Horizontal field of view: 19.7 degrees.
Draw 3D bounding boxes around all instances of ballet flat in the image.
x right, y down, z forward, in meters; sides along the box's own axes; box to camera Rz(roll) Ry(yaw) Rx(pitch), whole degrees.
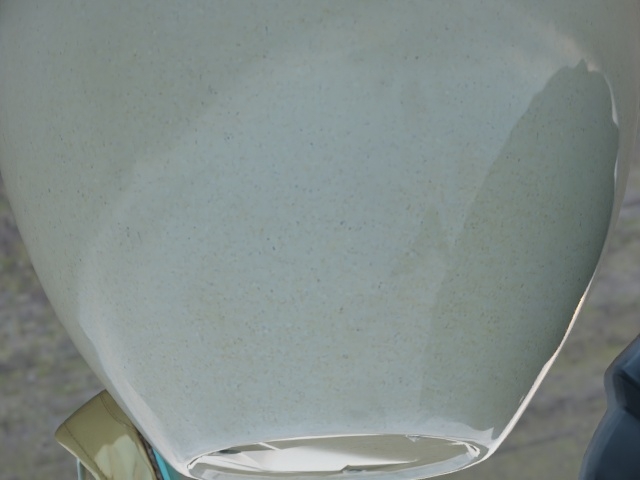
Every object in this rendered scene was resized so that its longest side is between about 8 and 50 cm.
[{"bbox_3d":[-0.103,0.208,1.197,0.073,0.232,0.080,-25,174,1],"label":"ballet flat"}]

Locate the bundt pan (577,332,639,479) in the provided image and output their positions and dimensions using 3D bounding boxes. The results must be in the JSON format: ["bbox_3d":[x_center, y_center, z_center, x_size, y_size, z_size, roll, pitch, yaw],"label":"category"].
[{"bbox_3d":[0.263,0.073,0.691,0.331,0.331,0.124,-26,121,39],"label":"bundt pan"}]

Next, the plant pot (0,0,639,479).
[{"bbox_3d":[0.000,0.000,0.770,0.284,0.191,0.284,-2,164,-1],"label":"plant pot"}]
